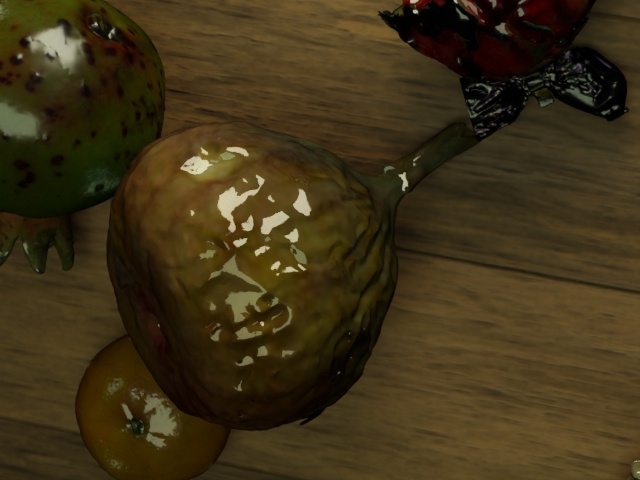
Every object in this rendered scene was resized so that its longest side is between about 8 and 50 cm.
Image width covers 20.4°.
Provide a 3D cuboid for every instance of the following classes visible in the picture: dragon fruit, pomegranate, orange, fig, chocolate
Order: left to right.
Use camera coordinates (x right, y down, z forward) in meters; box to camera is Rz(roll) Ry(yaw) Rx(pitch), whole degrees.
[{"bbox_3d":[-0.263,-0.092,1.625,0.231,0.231,0.286,22,106,6],"label":"pomegranate"},{"bbox_3d":[-0.162,0.164,1.717,0.156,0.124,0.156,3,106,10],"label":"orange"},{"bbox_3d":[0.000,0.000,1.593,0.368,0.286,0.286,-26,97,-13],"label":"fig"},{"bbox_3d":[0.159,-0.227,1.537,0.182,0.182,0.188,24,106,6],"label":"dragon fruit"},{"bbox_3d":[0.202,-0.135,1.613,0.147,0.070,0.072,-9,91,3],"label":"chocolate"}]

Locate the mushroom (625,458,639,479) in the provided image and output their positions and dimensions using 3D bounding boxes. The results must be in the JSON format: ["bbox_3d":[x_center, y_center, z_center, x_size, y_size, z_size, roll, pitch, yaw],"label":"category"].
[{"bbox_3d":[0.276,0.308,1.682,0.092,0.081,0.223,24,105,25],"label":"mushroom"}]
